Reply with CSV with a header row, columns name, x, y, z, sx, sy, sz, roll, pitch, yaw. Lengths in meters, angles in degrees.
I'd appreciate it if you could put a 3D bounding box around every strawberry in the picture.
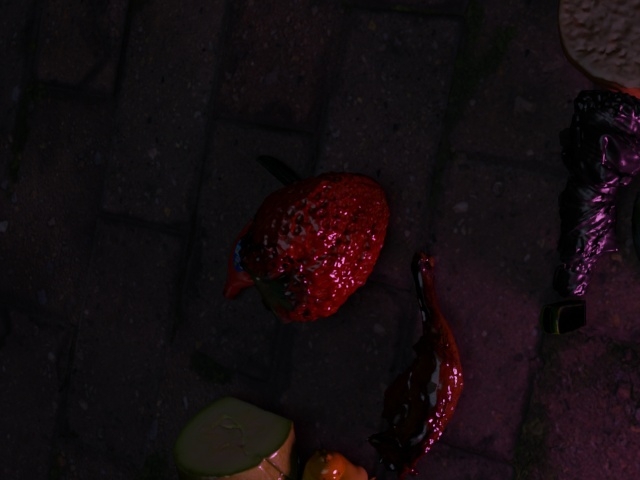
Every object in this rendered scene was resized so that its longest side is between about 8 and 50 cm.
name,x,y,z,sx,sy,sz,roll,pitch,yaw
strawberry,0.000,0.000,1.653,0.288,0.250,0.239,-36,103,-14

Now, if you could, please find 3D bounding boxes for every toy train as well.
name,x,y,z,sx,sy,sz,roll,pitch,yaw
toy train,0.378,0.120,1.469,0.042,0.209,0.044,-1,89,27

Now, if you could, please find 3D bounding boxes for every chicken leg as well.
name,x,y,z,sx,sy,sz,roll,pitch,yaw
chicken leg,0.183,0.222,1.636,0.158,0.095,0.407,8,91,45

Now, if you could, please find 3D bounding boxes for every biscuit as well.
name,x,y,z,sx,sy,sz,roll,pitch,yaw
biscuit,0.571,-0.399,1.461,0.385,0.062,0.365,8,93,27

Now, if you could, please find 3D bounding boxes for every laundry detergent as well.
name,x,y,z,sx,sy,sz,roll,pitch,yaw
laundry detergent,-0.138,0.048,1.816,0.097,0.049,0.165,35,107,19

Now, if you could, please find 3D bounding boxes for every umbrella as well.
name,x,y,z,sx,sy,sz,roll,pitch,yaw
umbrella,0.452,-0.071,1.490,0.154,0.128,0.337,8,102,49

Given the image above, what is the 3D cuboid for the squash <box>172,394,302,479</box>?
name,x,y,z,sx,sy,sz,roll,pitch,yaw
squash,-0.141,0.496,1.776,0.233,0.210,0.309,11,129,40

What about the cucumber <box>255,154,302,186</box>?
name,x,y,z,sx,sy,sz,roll,pitch,yaw
cucumber,-0.054,-0.113,1.782,0.184,0.036,0.033,41,96,20

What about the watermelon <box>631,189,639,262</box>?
name,x,y,z,sx,sy,sz,roll,pitch,yaw
watermelon,0.562,-0.004,1.462,0.139,0.071,0.187,-17,82,21

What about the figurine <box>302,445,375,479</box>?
name,x,y,z,sx,sy,sz,roll,pitch,yaw
figurine,0.037,0.491,1.684,0.156,0.131,0.247,-15,80,-15
